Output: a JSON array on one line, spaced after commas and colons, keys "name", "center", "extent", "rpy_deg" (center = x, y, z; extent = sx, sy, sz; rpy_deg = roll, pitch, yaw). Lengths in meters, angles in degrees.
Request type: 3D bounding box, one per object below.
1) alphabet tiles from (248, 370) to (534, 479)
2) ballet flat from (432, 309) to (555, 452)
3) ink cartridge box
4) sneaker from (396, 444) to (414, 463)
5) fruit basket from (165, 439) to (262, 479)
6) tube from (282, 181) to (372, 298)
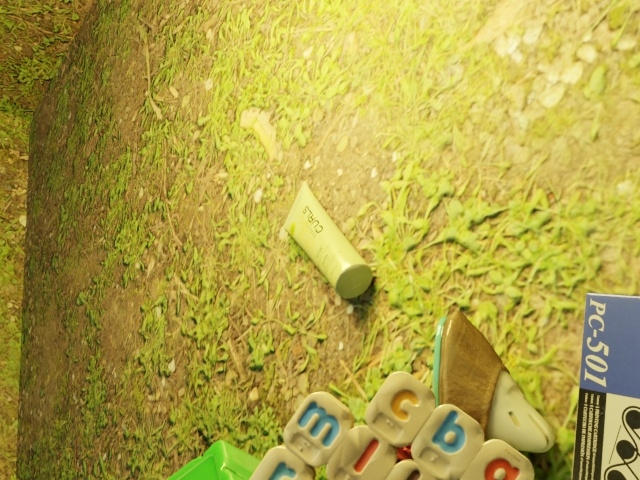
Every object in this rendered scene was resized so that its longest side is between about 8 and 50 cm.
[{"name": "alphabet tiles", "center": [0.068, 0.288, 0.649], "extent": [0.284, 0.021, 0.278], "rpy_deg": [34, 89, 16]}, {"name": "ballet flat", "center": [0.182, 0.249, 0.682], "extent": [0.124, 0.116, 0.343], "rpy_deg": [0, 81, 32]}, {"name": "ink cartridge box", "center": [0.294, 0.155, 0.599], "extent": [0.097, 0.046, 0.207], "rpy_deg": [-1, 80, 51]}, {"name": "sneaker", "center": [0.068, 0.334, 0.798], "extent": [0.125, 0.104, 0.262], "rpy_deg": [-13, 71, 52]}, {"name": "fruit basket", "center": [-0.087, 0.515, 0.858], "extent": [0.283, 0.392, 0.392], "rpy_deg": [-37, 44, -3]}, {"name": "tube", "center": [0.000, 0.000, 1.010], "extent": [0.070, 0.062, 0.240], "rpy_deg": [-31, 40, -5]}]
